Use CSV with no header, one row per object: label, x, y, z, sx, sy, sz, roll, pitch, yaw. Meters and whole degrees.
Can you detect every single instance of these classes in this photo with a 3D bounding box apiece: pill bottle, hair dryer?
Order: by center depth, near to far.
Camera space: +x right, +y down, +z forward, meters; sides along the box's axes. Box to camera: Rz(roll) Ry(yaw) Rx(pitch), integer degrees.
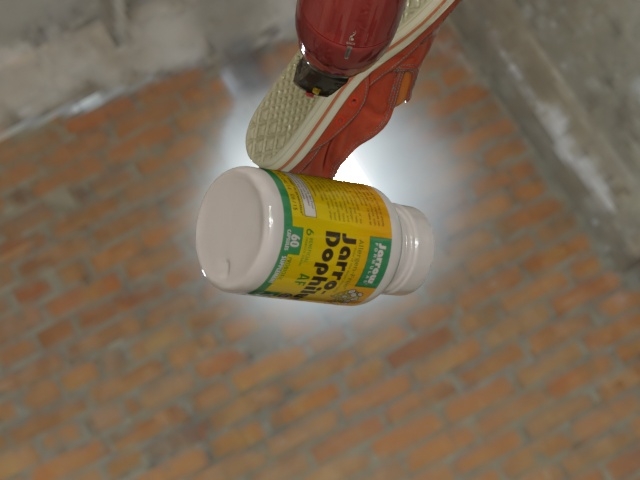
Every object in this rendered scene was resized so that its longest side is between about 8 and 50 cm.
hair dryer,0.012,-0.233,1.373,0.080,0.223,0.293,-1,-3,-16
pill bottle,0.000,0.000,1.666,0.208,0.117,0.117,8,-42,-39

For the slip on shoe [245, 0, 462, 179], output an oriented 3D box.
slip on shoe,0.058,-0.188,1.828,0.101,0.123,0.331,24,-65,-39
